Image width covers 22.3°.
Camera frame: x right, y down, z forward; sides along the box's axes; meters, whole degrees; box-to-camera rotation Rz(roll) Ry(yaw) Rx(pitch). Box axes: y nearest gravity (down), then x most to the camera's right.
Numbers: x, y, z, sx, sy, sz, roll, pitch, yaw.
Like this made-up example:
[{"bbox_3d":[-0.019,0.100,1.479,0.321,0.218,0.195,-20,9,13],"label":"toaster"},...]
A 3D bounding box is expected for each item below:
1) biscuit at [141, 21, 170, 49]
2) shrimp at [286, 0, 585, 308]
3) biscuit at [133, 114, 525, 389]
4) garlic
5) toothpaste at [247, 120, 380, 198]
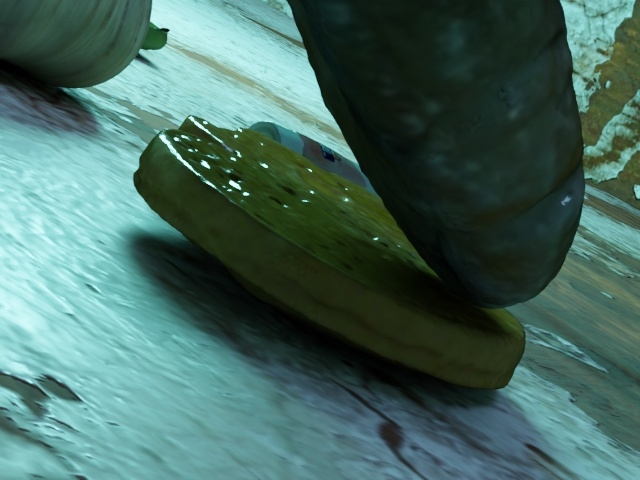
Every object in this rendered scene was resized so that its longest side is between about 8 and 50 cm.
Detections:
[{"bbox_3d":[-0.238,-0.237,1.490,0.099,0.038,0.322,24,8,-36],"label":"biscuit"},{"bbox_3d":[0.011,-0.153,0.642,0.221,0.110,0.446,56,-11,48],"label":"shrimp"},{"bbox_3d":[-0.001,0.001,0.796,0.202,0.044,0.289,27,7,-13],"label":"biscuit"},{"bbox_3d":[-0.174,-0.219,0.989,0.199,0.226,0.199,29,13,-7],"label":"garlic"},{"bbox_3d":[0.018,-0.039,1.112,0.056,0.036,0.205,31,6,35],"label":"toothpaste"}]
